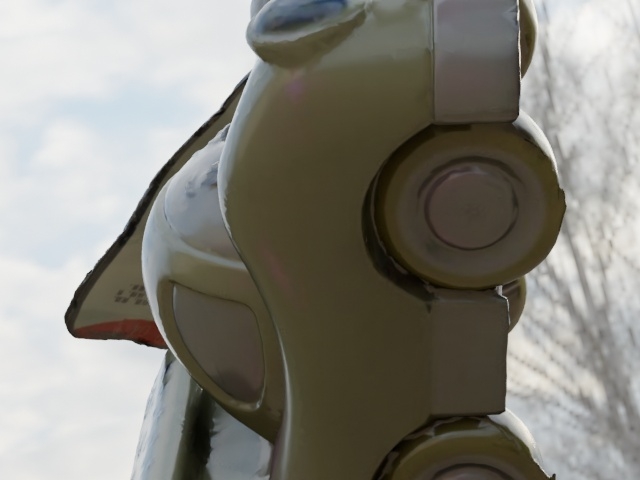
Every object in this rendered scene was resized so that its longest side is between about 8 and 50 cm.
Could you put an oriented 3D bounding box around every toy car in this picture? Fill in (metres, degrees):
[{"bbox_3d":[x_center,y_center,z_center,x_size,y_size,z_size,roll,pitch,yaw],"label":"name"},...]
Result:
[{"bbox_3d":[0.000,0.000,0.802,0.226,0.242,0.336,-1,-60,4],"label":"toy car"}]

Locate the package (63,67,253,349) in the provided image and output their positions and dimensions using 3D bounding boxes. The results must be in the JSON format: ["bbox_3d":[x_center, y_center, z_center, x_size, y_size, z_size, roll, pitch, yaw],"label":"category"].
[{"bbox_3d":[-0.043,-0.017,0.993,0.166,0.040,0.232,13,-53,-43],"label":"package"}]
